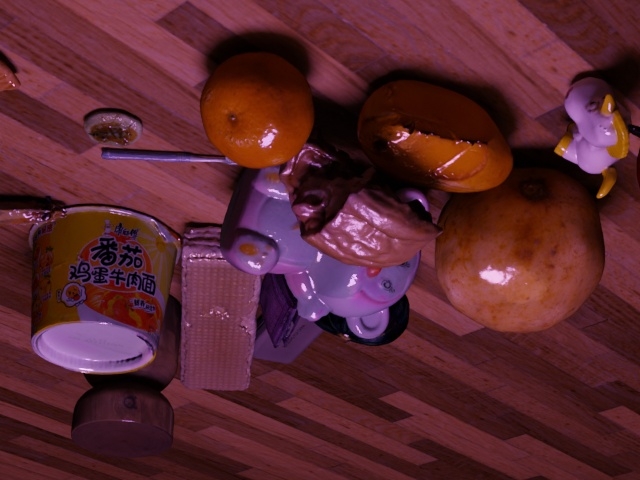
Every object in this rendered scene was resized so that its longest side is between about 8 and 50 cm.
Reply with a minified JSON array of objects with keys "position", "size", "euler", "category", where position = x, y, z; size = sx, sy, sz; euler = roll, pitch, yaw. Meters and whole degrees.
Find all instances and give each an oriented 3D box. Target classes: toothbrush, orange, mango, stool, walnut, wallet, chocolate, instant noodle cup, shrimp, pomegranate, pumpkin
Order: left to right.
[{"position":[-0.498,-0.042,1.971],"size":[0.190,0.042,0.101],"euler":[-4,169,7],"category":"shrimp"},{"position":[-0.366,0.091,2.033],"size":[0.264,0.200,0.264],"euler":[2,150,1],"category":"instant noodle cup"},{"position":[-0.345,0.235,2.210],"size":[0.179,0.264,0.179],"euler":[0,149,0],"category":"stool"},{"position":[-0.217,-0.125,1.842],"size":[0.219,0.016,0.019],"euler":[2,148,-2],"category":"toothbrush"},{"position":[-0.080,-0.176,1.639],"size":[0.159,0.159,0.136],"euler":[-22,-177,33],"category":"orange"},{"position":[-0.075,0.105,2.140],"size":[0.030,0.111,0.166],"euler":[-15,154,-23],"category":"wallet"},{"position":[0.059,0.103,2.081],"size":[0.194,0.150,0.194],"euler":[0,174,0],"category":"pumpkin"},{"position":[0.049,-0.038,1.702],"size":[0.204,0.238,0.141],"euler":[26,104,-43],"category":"walnut"},{"position":[0.166,-0.135,1.713],"size":[0.252,0.126,0.154],"euler":[19,142,-32],"category":"mango"},{"position":[0.297,0.015,1.854],"size":[0.260,0.261,0.260],"euler":[0,149,0],"category":"pomegranate"},{"position":[0.412,-0.044,1.942],"size":[0.064,0.031,0.101],"euler":[-32,161,-29],"category":"chocolate"}]

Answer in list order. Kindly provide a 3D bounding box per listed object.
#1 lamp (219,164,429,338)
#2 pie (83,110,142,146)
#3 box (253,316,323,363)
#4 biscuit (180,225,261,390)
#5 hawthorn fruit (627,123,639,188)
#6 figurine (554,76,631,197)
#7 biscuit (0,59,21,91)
[{"position":[0.000,0.000,1.895],"size":[0.301,0.247,0.247],"euler":[20,175,-17],"category":"lamp"},{"position":[-0.298,-0.162,1.781],"size":[0.085,0.017,0.085],"euler":[0,150,0],"category":"pie"},{"position":[-0.051,0.154,2.273],"size":[0.103,0.055,0.244],"euler":[13,147,-20],"category":"box"},{"position":[-0.176,0.127,2.163],"size":[0.143,0.079,0.426],"euler":[3,142,-4],"category":"biscuit"},{"position":[0.552,-0.094,1.624],"size":[0.368,0.285,0.284],"euler":[21,144,-23],"category":"hawthorn fruit"},{"position":[0.384,-0.153,1.677],"size":[0.109,0.130,0.178],"euler":[-15,147,-5],"category":"figurine"},{"position":[-0.531,-0.229,1.657],"size":[0.224,0.033,0.144],"euler":[-10,146,17],"category":"biscuit"}]
